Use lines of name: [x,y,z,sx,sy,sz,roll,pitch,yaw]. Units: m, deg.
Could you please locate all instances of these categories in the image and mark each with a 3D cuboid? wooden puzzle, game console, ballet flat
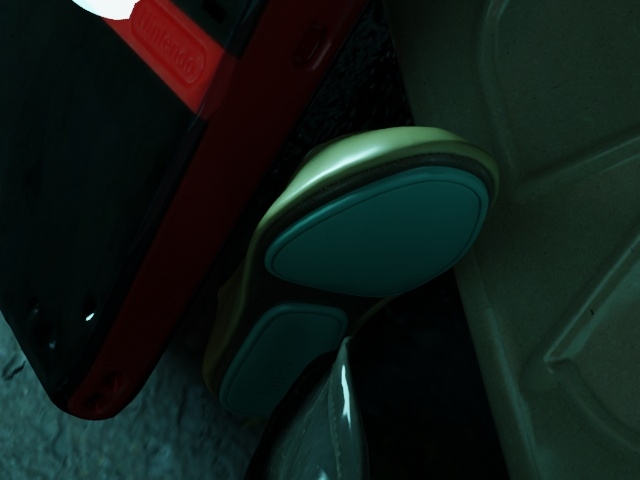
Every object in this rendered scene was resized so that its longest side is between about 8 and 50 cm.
wooden puzzle: [0.197,-0.045,0.518,0.322,0.080,0.348,-25,60,26]
game console: [-0.100,-0.148,0.689,0.342,0.060,0.386,-62,38,15]
ballet flat: [0.000,0.000,0.582,0.232,0.080,0.073,130,146,-52]

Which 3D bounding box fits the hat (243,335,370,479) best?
hat: [0.011,0.207,0.510,0.134,0.331,0.331,18,87,-7]
